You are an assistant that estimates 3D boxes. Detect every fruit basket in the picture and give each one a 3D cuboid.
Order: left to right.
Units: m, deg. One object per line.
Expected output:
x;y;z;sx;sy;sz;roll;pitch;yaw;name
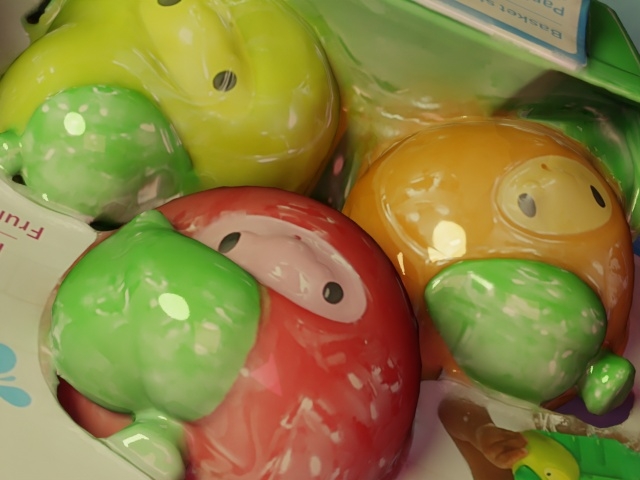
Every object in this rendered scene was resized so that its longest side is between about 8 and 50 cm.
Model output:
0.000;0.000;0.524;0.327;0.353;0.165;23;122;-5;fruit basket
